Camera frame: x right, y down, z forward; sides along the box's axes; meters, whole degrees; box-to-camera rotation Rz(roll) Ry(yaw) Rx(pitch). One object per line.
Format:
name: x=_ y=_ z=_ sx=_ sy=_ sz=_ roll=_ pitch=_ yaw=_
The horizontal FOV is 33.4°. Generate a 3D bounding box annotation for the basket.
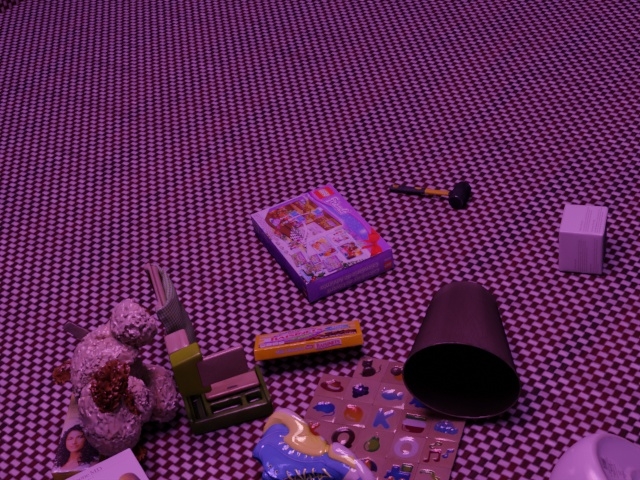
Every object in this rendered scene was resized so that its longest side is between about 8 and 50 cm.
basket: x=0.252 y=0.183 z=1.899 sx=0.204 sy=0.154 sz=0.227 roll=14 pitch=30 yaw=-1

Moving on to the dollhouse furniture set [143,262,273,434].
dollhouse furniture set: x=-0.211 y=0.176 z=1.977 sx=0.151 sy=0.198 sz=0.301 roll=-17 pitch=38 yaw=-9

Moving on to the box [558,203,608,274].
box: x=0.525 y=-0.003 z=2.132 sx=0.087 sy=0.101 sz=0.102 roll=4 pitch=38 yaw=18

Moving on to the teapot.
teapot: x=0.414 y=0.421 z=1.539 sx=0.256 sy=0.187 sz=0.252 roll=5 pitch=40 yaw=-51

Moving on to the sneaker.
sneaker: x=-0.017 y=0.382 z=1.762 sx=0.240 sy=0.091 sz=0.126 roll=28 pitch=69 yaw=38

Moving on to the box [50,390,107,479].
box: x=-0.416 y=0.343 z=1.920 sx=0.087 sy=0.058 sz=0.232 roll=-6 pitch=37 yaw=3

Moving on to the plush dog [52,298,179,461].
plush dog: x=-0.359 y=0.263 z=1.824 sx=0.210 sy=0.262 sz=0.225 roll=-13 pitch=33 yaw=-4

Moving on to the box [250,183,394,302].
box: x=0.000 y=0.000 z=2.278 sx=0.201 sy=0.057 sz=0.293 roll=-22 pitch=39 yaw=-15

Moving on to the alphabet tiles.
alphabet tiles: x=0.103 y=0.334 z=1.860 sx=0.285 sy=0.011 sz=0.342 roll=5 pitch=40 yaw=19

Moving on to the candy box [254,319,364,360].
candy box: x=-0.023 y=0.189 z=2.029 sx=0.205 sy=0.027 sz=0.105 roll=-9 pitch=9 yaw=0

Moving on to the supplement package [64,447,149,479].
supplement package: x=-0.300 y=0.470 z=1.666 sx=0.139 sy=0.134 sz=0.244 roll=-25 pitch=40 yaw=-20

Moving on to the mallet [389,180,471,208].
mallet: x=0.248 y=-0.115 z=2.397 sx=0.189 sy=0.039 sz=0.062 roll=13 pitch=44 yaw=33
